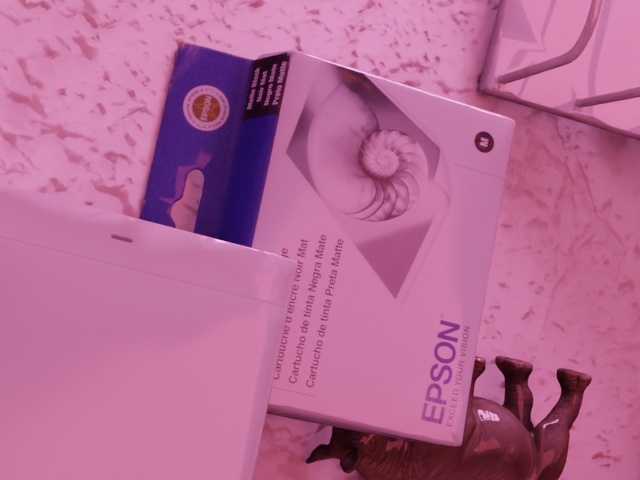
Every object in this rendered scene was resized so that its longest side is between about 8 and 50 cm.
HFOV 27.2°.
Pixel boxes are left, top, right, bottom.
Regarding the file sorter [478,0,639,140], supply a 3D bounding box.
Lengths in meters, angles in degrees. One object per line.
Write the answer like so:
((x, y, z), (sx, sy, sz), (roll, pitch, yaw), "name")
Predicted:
((0.291, -0.169, 0.949), (0.278, 0.173, 0.192), (15, 87, -13), "file sorter")

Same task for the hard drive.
((-0.142, 0.136, 0.719), (0.203, 0.040, 0.307), (15, 77, -13), "hard drive")

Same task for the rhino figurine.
((0.078, 0.126, 0.903), (0.243, 0.073, 0.106), (11, 89, -33), "rhino figurine")

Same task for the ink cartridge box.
((0.000, 0.000, 0.826), (0.224, 0.045, 0.223), (13, 79, -16), "ink cartridge box")
